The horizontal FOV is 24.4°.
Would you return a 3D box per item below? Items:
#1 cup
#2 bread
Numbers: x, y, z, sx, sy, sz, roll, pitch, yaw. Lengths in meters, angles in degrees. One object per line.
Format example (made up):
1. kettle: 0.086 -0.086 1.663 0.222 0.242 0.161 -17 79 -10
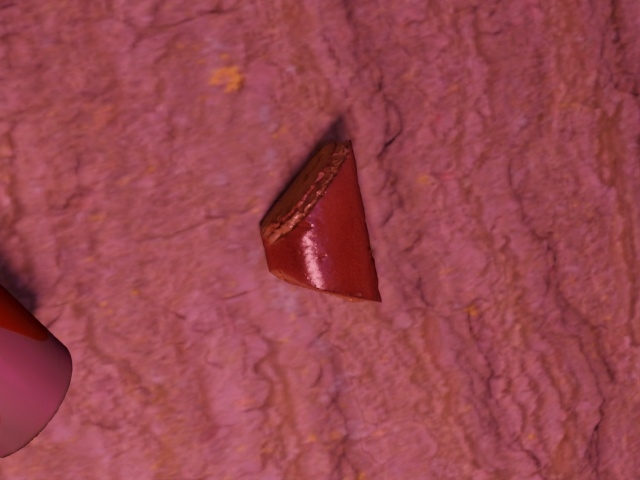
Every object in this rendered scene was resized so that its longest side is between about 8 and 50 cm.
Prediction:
1. cup: -0.370 0.071 1.344 0.203 0.203 0.288 -52 127 -9
2. bread: 0.001 0.000 1.595 0.119 0.067 0.192 -23 112 -23
